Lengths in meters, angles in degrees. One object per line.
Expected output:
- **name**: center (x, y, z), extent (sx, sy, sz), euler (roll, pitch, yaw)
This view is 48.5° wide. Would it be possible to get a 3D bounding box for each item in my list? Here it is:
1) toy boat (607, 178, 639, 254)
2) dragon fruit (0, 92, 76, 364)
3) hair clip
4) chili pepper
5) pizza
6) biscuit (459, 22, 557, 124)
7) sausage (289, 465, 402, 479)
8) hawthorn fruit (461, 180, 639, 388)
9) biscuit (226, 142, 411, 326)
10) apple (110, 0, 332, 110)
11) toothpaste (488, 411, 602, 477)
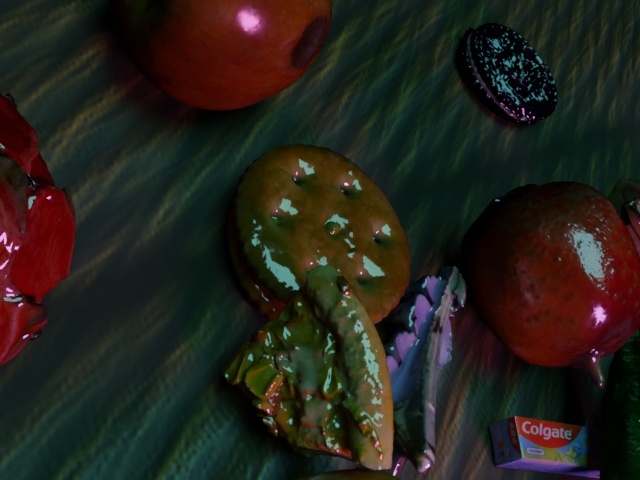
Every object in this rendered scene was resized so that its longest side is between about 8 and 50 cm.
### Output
- **toy boat**: center (0.553, -0.018, 1.150), extent (0.445, 0.136, 0.162), euler (1, 69, -41)
- **dragon fruit**: center (-0.282, -0.018, 0.487), extent (0.233, 0.234, 0.293), euler (28, 20, -21)
- **hair clip**: center (0.106, 0.127, 0.753), extent (0.106, 0.084, 0.292), euler (51, 40, -21)
- **chili pepper**: center (0.391, 0.172, 0.843), extent (0.099, 0.136, 0.270), euler (27, 51, -16)
- **pizza**: center (-0.018, 0.114, 0.632), extent (0.062, 0.161, 0.182), euler (25, 59, -68)
- **biscuit**: center (0.305, -0.269, 1.149), extent (0.194, 0.053, 0.195), euler (19, 54, -28)
- **sausage**: center (-0.035, 0.252, 0.559), extent (0.270, 0.109, 0.109), euler (-8, 70, -42)
- **hawthorn fruit**: center (0.278, 0.056, 0.841), extent (0.215, 0.215, 0.250), euler (-1, 72, -37)
- **biscuit**: center (0.000, 0.000, 0.758), extent (0.220, 0.066, 0.221), euler (18, 55, -27)
- **apple**: center (-0.095, -0.253, 0.732), extent (0.230, 0.230, 0.230), euler (18, 56, -28)
- **toothpaste**: center (0.286, 0.238, 0.849), extent (0.193, 0.044, 0.070), euler (16, 55, -30)
